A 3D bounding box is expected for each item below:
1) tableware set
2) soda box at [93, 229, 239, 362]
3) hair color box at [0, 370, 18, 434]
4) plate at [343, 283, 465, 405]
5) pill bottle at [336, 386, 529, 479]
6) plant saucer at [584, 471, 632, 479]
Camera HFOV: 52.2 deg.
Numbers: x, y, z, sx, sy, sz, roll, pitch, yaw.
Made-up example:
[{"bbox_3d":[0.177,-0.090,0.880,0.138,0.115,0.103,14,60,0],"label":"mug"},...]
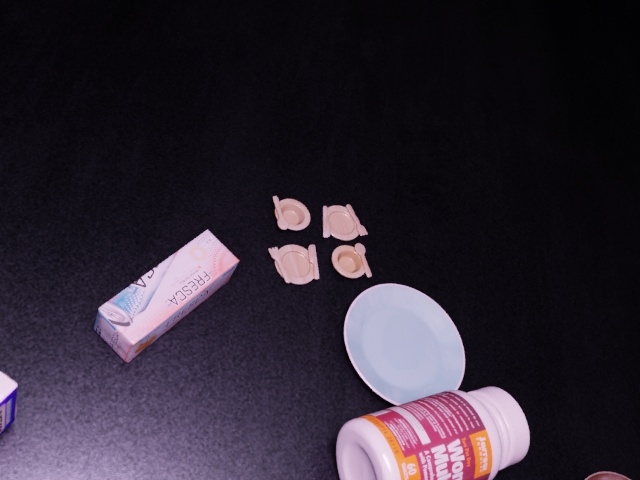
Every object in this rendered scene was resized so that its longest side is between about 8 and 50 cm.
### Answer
[{"bbox_3d":[0.000,0.000,0.965,0.168,0.020,0.141,1,57,-24],"label":"tableware set"},{"bbox_3d":[-0.187,0.065,0.808,0.063,0.058,0.183,43,50,7],"label":"soda box"},{"bbox_3d":[-0.447,0.202,0.534,0.185,0.110,0.339,37,50,3],"label":"hair color box"},{"bbox_3d":[0.116,0.148,0.916,0.188,0.024,0.188,12,54,-17],"label":"plate"},{"bbox_3d":[0.139,0.251,0.793,0.221,0.121,0.121,-8,62,-29],"label":"pill bottle"},{"bbox_3d":[0.400,0.399,0.874,0.168,0.029,0.169,13,53,-18],"label":"plant saucer"}]
